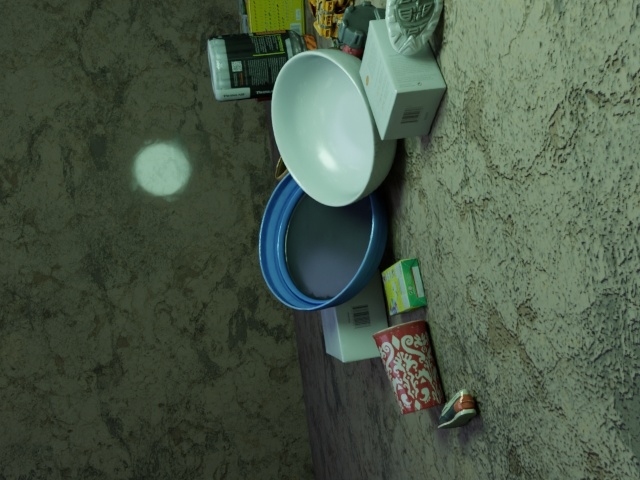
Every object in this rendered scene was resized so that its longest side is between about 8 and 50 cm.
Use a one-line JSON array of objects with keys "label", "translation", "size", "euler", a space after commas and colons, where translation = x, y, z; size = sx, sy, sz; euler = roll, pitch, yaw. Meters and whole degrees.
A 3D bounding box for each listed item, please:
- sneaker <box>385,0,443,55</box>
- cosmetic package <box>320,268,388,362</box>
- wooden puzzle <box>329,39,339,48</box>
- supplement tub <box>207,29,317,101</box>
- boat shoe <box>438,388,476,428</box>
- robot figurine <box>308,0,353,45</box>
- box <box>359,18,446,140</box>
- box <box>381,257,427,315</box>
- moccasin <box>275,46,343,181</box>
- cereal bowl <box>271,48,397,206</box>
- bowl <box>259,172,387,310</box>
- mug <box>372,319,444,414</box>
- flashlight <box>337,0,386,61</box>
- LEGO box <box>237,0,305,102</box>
[{"label": "sneaker", "translation": [0.147, -0.421, 0.990], "size": [0.115, 0.091, 0.232], "euler": [-121, 33, -81]}, {"label": "cosmetic package", "translation": [0.084, 0.196, 1.612], "size": [0.225, 0.138, 0.223], "euler": [161, 101, -78]}, {"label": "wooden puzzle", "translation": [0.038, -0.539, 1.649], "size": [0.116, 0.014, 0.078], "euler": [94, 164, -50]}, {"label": "supplement tub", "translation": [-0.186, -0.568, 1.936], "size": [0.207, 0.338, 0.206], "euler": [172, 90, -80]}, {"label": "boat shoe", "translation": [0.244, 0.309, 1.082], "size": [0.137, 0.049, 0.043], "euler": [104, 160, -58]}, {"label": "robot figurine", "translation": [0.013, -0.632, 1.514], "size": [0.211, 0.085, 0.290], "euler": [96, 163, -56]}, {"label": "box", "translation": [0.141, -0.287, 1.062], "size": [0.130, 0.091, 0.170], "euler": [101, 158, -62]}, {"label": "box", "translation": [0.177, 0.107, 1.310], "size": [0.179, 0.043, 0.105], "euler": [131, 130, -73]}, {"label": "moccasin", "translation": [-0.026, -0.324, 1.581], "size": [0.379, 0.147, 0.139], "euler": [-66, 32, 25]}, {"label": "cereal bowl", "translation": [0.047, -0.253, 1.314], "size": [0.339, 0.141, 0.338], "euler": [32, 134, 40]}, {"label": "bowl", "translation": [0.001, -0.016, 1.492], "size": [0.391, 0.077, 0.390], "euler": [-13, 70, 41]}, {"label": "mug", "translation": [0.197, 0.259, 1.229], "size": [0.113, 0.150, 0.169], "euler": [-30, 68, 39]}, {"label": "flashlight", "translation": [0.061, -0.420, 1.336], "size": [0.304, 0.103, 0.103], "euler": [124, 172, -82]}, {"label": "LEGO box", "translation": [-0.182, -0.798, 2.150], "size": [0.372, 0.193, 0.499], "euler": [-116, 20, -58]}]
